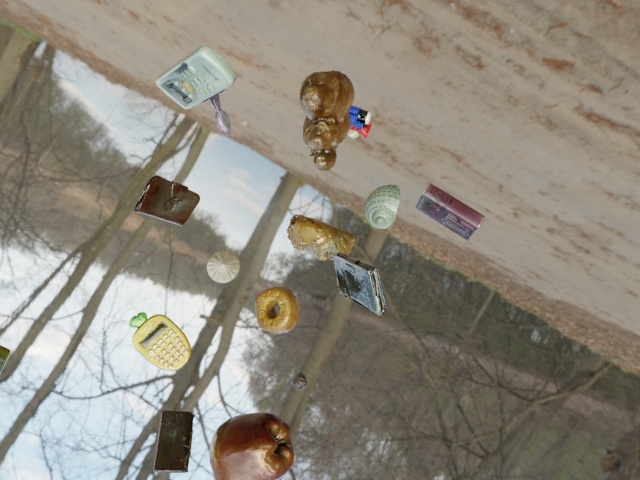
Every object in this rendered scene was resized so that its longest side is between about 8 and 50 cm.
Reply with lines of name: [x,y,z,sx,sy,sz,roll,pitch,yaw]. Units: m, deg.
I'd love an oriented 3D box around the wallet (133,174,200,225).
wallet: [-0.487,-0.126,1.560,0.031,0.137,0.255,33,-177,19]

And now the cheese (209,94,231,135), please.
cheese: [-0.458,-0.573,2.219,0.042,0.105,0.191,-10,116,22]

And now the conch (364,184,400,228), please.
conch: [0.247,-0.147,1.996,0.131,0.200,0.172,2,135,-9]

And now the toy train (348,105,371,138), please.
toy train: [0.087,-0.453,1.762,0.203,0.083,0.131,18,132,7]

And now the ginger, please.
ginger: [0.009,-0.370,1.462,0.152,0.274,0.357,15,161,8]

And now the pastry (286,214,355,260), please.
pastry: [0.000,0.000,2.093,0.310,0.162,0.255,20,-179,-39]

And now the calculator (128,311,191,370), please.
calculator: [-0.536,0.333,1.613,0.235,0.146,0.032,47,170,-5]

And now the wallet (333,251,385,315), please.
wallet: [0.129,0.144,1.683,0.044,0.169,0.317,-15,-168,-18]

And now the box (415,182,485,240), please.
box: [0.451,-0.099,1.695,0.224,0.069,0.120,34,156,9]

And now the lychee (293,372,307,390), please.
lychee: [-0.094,0.649,2.214,0.067,0.083,0.068,-2,139,1]

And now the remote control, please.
remote control: [-0.375,-0.484,1.457,0.296,0.056,0.140,-5,146,46]

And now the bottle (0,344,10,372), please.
bottle: [-0.836,0.384,1.133,0.082,0.286,0.082,7,149,4]

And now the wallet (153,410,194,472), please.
wallet: [-0.522,0.716,1.735,0.121,0.031,0.232,7,-143,-14]

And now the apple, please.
apple: [-0.260,0.786,1.788,0.288,0.316,0.288,53,-160,-29]

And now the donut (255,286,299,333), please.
donut: [-0.202,0.321,2.240,0.226,0.227,0.114,21,179,29]

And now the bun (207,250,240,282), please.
bun: [-0.402,0.105,2.013,0.138,0.138,0.094,28,161,-9]
